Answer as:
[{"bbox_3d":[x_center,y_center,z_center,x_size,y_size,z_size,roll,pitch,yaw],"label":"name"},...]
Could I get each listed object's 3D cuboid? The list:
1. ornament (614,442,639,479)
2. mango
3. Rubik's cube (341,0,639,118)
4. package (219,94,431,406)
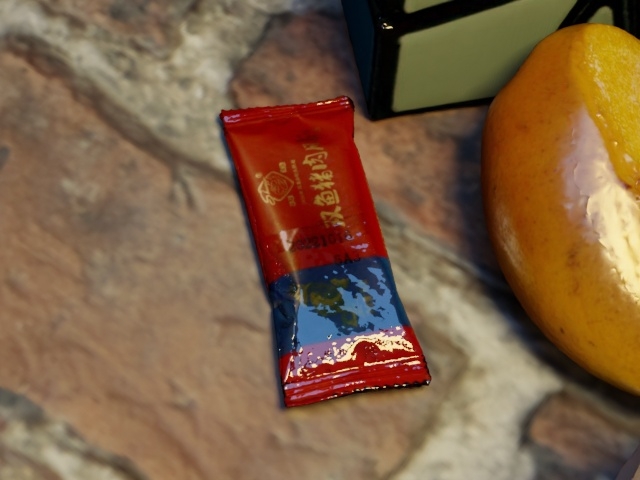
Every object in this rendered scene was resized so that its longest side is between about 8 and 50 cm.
[{"bbox_3d":[0.222,0.164,0.556,0.225,0.259,0.259,31,66,12],"label":"ornament"},{"bbox_3d":[0.162,-0.012,0.740,0.141,0.102,0.217,-2,65,-30],"label":"mango"},{"bbox_3d":[0.140,-0.274,0.772,0.294,0.288,0.283,-11,62,-10],"label":"Rubik's cube"},{"bbox_3d":[0.000,0.000,0.769,0.083,0.022,0.200,-11,62,-7],"label":"package"}]
